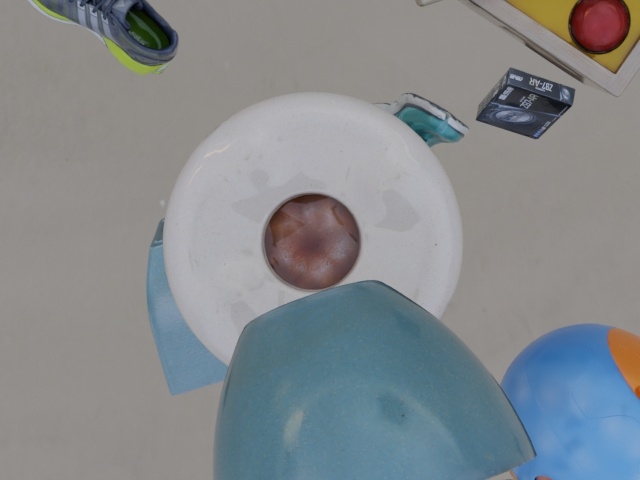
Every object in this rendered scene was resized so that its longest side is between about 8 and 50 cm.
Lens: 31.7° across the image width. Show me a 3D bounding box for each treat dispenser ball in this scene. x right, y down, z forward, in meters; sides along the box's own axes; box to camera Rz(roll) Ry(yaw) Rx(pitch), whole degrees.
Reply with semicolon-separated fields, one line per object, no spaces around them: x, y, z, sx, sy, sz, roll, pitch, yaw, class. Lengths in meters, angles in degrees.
0.399;0.267;1.664;0.288;0.288;0.288;-2;116;-5;treat dispenser ball

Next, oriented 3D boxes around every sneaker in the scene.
0.131;-0.150;1.723;0.107;0.275;0.110;32;75;-20;sneaker
-0.344;-0.378;1.790;0.300;0.121;0.111;30;73;-23;sneaker

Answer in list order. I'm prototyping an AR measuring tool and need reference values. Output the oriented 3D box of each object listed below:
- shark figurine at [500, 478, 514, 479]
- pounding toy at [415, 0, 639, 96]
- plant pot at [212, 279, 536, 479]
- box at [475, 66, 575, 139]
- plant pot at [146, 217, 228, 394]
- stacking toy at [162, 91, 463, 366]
0.182;0.412;1.663;0.166;0.116;0.278;-3;114;-35;shark figurine
0.141;-0.161;0.668;0.141;0.100;0.130;31;100;-9;pounding toy
0.024;0.149;1.021;0.290;0.290;0.195;-19;80;4;plant pot
0.193;-0.129;1.070;0.067;0.083;0.018;17;69;-9;box
-0.177;0.073;1.946;0.247;0.248;0.252;-18;110;7;plant pot
0.000;0.000;1.505;0.350;0.480;0.351;0;91;3;stacking toy
